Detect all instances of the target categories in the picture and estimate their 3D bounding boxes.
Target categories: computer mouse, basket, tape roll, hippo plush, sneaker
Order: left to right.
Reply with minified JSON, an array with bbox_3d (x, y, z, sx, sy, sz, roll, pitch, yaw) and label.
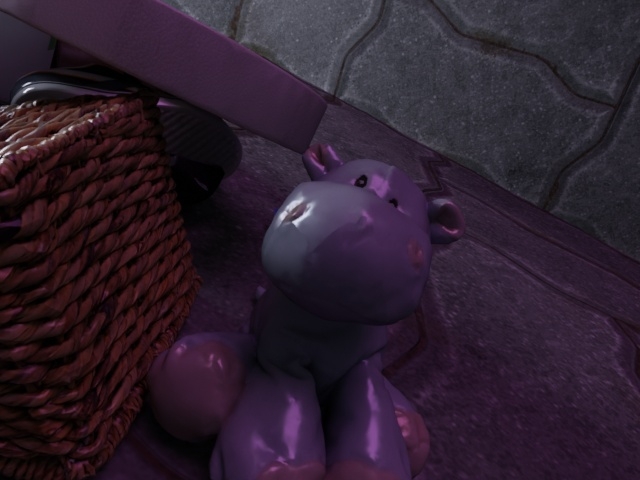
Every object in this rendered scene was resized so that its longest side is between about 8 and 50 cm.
[{"bbox_3d":[-0.246,0.017,0.437,0.213,0.223,0.299,-5,24,4],"label":"basket"},{"bbox_3d":[-0.239,-0.077,0.690,0.184,0.060,0.262,0,0,9],"label":"computer mouse"},{"bbox_3d":[-0.271,-0.177,0.792,0.321,0.126,0.127,11,29,-37],"label":"sneaker"},{"bbox_3d":[-0.179,-0.214,0.636,0.391,0.072,0.392,25,9,-4],"label":"tape roll"},{"bbox_3d":[0.033,0.064,0.453,0.234,0.237,0.294,34,20,7],"label":"hippo plush"}]

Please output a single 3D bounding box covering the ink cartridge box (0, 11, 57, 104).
[{"bbox_3d":[-0.484,-0.361,0.830,0.121,0.211,0.289,9,29,-38],"label":"ink cartridge box"}]

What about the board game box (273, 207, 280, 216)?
[{"bbox_3d":[0.000,0.000,0.848,0.168,0.033,0.133,-10,48,-49],"label":"board game box"}]

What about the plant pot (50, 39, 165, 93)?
[{"bbox_3d":[-0.362,-0.291,0.908,0.165,0.167,0.167,1,33,-34],"label":"plant pot"}]
